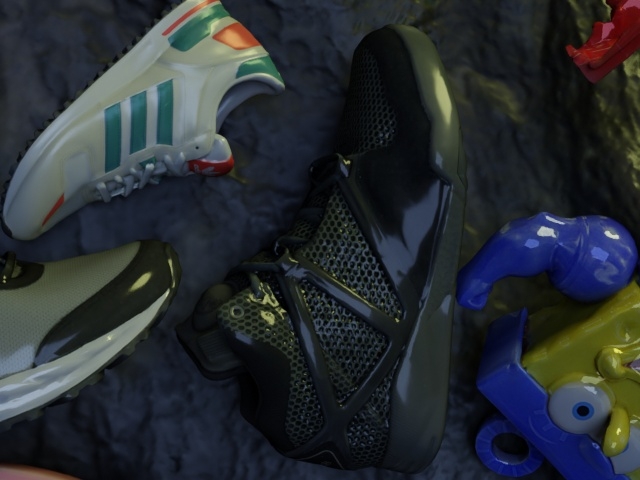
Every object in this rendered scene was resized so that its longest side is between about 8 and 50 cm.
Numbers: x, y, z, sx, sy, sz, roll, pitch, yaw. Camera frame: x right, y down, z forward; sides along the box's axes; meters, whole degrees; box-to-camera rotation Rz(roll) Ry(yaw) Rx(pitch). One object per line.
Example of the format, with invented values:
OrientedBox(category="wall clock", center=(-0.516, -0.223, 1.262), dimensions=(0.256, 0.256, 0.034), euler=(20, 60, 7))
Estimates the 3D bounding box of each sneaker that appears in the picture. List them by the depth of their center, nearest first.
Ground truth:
OrientedBox(category="sneaker", center=(-0.196, 0.035, 0.475), dimensions=(0.271, 0.100, 0.108), euler=(-13, 103, -10))
OrientedBox(category="sneaker", center=(0.000, 0.000, 0.528), dimensions=(0.130, 0.087, 0.228), euler=(5, 91, -17))
OrientedBox(category="sneaker", center=(-0.085, -0.049, 0.530), dimensions=(0.075, 0.057, 0.161), euler=(42, 78, 0))

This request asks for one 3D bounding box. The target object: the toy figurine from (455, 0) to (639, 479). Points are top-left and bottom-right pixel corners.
OrientedBox(category="toy figurine", center=(0.188, 0.067, 0.562), dimensions=(0.217, 0.191, 0.362), euler=(-39, 103, 20))

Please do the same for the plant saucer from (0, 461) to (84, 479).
OrientedBox(category="plant saucer", center=(-0.170, 0.264, 0.485), dimensions=(0.332, 0.084, 0.332), euler=(1, 87, -10))
